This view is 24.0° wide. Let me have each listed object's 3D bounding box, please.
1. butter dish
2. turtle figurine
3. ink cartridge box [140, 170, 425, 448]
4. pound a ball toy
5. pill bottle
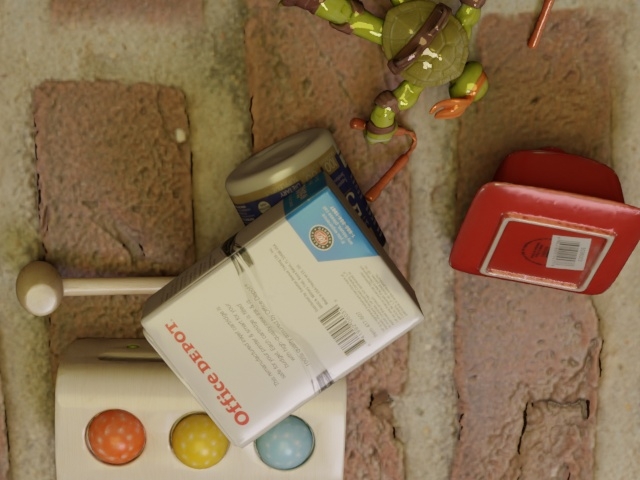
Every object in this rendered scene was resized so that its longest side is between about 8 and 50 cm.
[{"bbox_3d":[0.213,-0.034,1.405,0.159,0.118,0.160,11,147,-2],"label":"butter dish"},{"bbox_3d":[0.072,-0.180,1.369,0.217,0.087,0.269,38,102,-11],"label":"turtle figurine"},{"bbox_3d":[-0.035,0.060,1.317,0.203,0.086,0.148,-35,103,6],"label":"ink cartridge box"},{"bbox_3d":[-0.135,0.136,1.432,0.319,0.136,0.208,2,106,-2],"label":"pound a ball toy"},{"bbox_3d":[0.000,0.000,1.407,0.112,0.112,0.187,-27,105,6],"label":"pill bottle"}]
